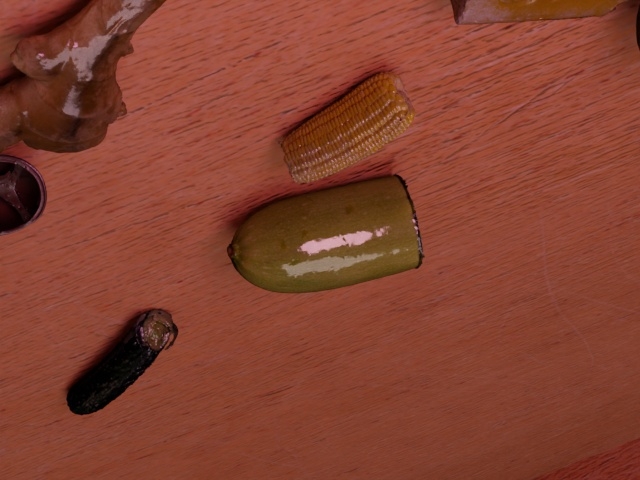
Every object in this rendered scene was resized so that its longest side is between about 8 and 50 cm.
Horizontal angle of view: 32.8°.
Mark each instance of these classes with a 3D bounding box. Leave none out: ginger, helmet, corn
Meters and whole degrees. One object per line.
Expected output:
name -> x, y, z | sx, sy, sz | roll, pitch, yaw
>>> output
ginger -> -0.244, -0.165, 1.071 | 0.148, 0.081, 0.333 | 28, 124, -32
helmet -> -0.355, -0.055, 1.184 | 0.111, 0.057, 0.089 | -6, 110, -13
corn -> 0.031, -0.130, 1.273 | 0.165, 0.085, 0.063 | -28, 164, 19

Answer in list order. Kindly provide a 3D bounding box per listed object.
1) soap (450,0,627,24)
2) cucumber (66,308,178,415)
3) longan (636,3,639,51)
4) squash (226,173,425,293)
soap -> 0.265, -0.311, 1.138 | 0.257, 0.080, 0.160 | -8, 146, -20
cucumber -> -0.297, 0.192, 1.579 | 0.067, 0.067, 0.245 | 13, 133, -42
longan -> 0.485, -0.255, 1.224 | 0.246, 0.215, 0.246 | 4, 147, 3
squash -> 0.000, 0.000, 1.411 | 0.247, 0.133, 0.132 | -12, 147, -11
